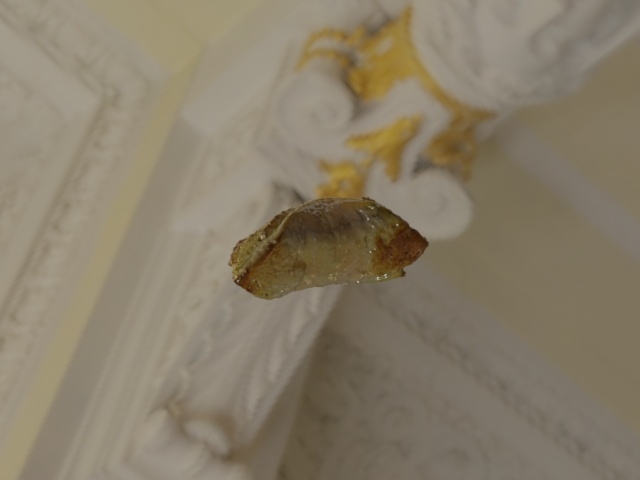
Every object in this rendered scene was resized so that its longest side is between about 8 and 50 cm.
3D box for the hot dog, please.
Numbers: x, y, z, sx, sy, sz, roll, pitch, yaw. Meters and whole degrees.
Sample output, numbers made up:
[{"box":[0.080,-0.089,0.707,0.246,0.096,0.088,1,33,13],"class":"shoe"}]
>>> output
[{"box":[-0.001,0.000,1.413,0.168,0.078,0.061,-7,-148,-28],"class":"hot dog"}]
